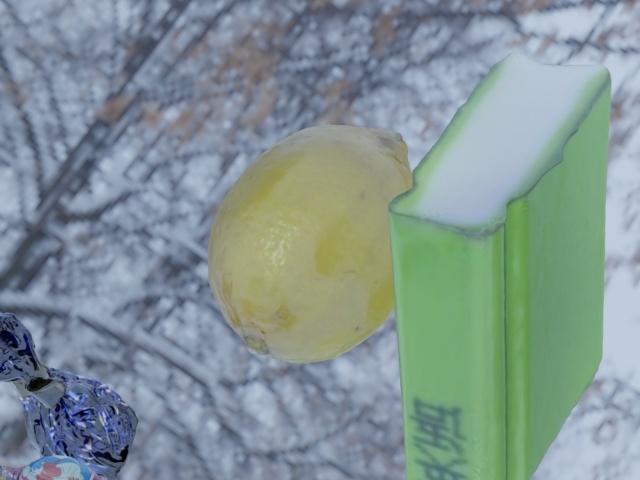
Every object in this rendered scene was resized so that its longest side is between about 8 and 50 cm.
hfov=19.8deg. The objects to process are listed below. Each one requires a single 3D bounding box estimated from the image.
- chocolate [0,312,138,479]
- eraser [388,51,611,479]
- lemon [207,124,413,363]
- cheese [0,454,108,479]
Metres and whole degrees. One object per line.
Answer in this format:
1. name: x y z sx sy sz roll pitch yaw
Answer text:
1. chocolate: -0.346 0.153 2.083 0.148 0.126 0.343 -1 -39 50
2. eraser: 0.129 0.035 1.285 0.092 0.210 0.274 17 -46 24
3. lemon: -0.003 0.004 1.996 0.236 0.263 0.236 41 -30 31
4. cheese: -0.293 0.249 1.892 0.145 0.095 0.038 4 -66 -3
